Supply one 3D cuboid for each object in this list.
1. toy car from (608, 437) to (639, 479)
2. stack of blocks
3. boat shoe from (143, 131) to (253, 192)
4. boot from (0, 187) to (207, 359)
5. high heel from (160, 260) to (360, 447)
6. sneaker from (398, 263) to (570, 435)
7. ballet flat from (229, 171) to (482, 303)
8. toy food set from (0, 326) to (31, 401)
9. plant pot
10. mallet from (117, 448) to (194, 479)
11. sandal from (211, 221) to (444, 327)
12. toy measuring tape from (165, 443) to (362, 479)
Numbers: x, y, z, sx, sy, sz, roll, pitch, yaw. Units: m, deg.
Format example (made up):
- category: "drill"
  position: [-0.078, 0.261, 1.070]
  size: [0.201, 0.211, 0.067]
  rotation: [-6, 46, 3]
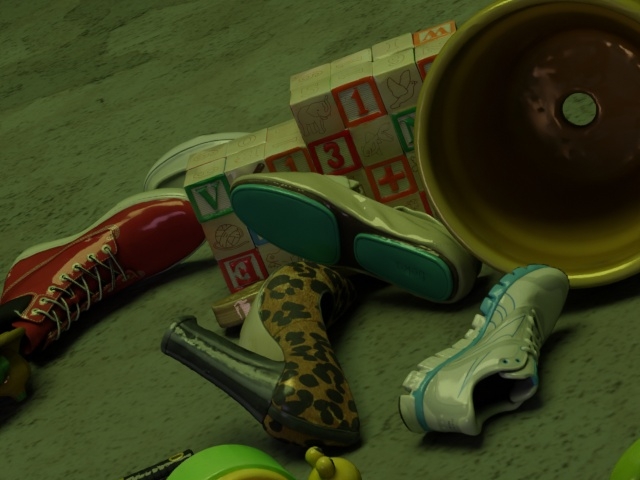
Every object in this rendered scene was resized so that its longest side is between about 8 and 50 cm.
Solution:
- category: "toy car"
  position: [0.239, 0.184, 1.118]
  size: [0.159, 0.182, 0.136]
  rotation: [-39, 27, 8]
- category: "stack of blocks"
  position: [0.021, -0.079, 1.926]
  size: [0.297, 0.171, 0.087]
  rotation: [-19, 22, 9]
- category: "boat shoe"
  position: [-0.080, -0.066, 2.091]
  size: [0.258, 0.095, 0.084]
  rotation: [-14, 19, 23]
- category: "boot"
  position: [-0.227, 0.042, 2.001]
  size: [0.244, 0.088, 0.176]
  rotation: [-24, 21, 19]
- category: "high heel"
  position: [0.007, 0.104, 1.697]
  size: [0.186, 0.093, 0.261]
  rotation: [30, 27, 25]
- category: "sneaker"
  position: [0.151, 0.093, 1.562]
  size: [0.083, 0.071, 0.191]
  rotation: [12, 48, 45]
- category: "ballet flat"
  position: [0.037, -0.012, 1.795]
  size: [0.248, 0.086, 0.086]
  rotation: [24, 43, 21]
- category: "toy food set"
  position: [-0.360, 0.164, 1.881]
  size: [0.218, 0.071, 0.128]
  rotation: [-31, -1, -24]
- category: "plant pot"
  position: [0.223, -0.103, 1.728]
  size: [0.254, 0.254, 0.239]
  rotation: [-17, 6, 14]
- category: "mallet"
  position: [-0.190, 0.219, 1.626]
  size: [0.189, 0.039, 0.062]
  rotation: [-20, 21, -5]
- category: "sandal"
  position: [0.001, 0.001, 1.862]
  size: [0.240, 0.079, 0.088]
  rotation: [-23, 7, -1]
- category: "toy measuring tape"
  position: [-0.117, 0.235, 1.412]
  size: [0.330, 0.121, 0.121]
  rotation: [-29, 23, -15]
